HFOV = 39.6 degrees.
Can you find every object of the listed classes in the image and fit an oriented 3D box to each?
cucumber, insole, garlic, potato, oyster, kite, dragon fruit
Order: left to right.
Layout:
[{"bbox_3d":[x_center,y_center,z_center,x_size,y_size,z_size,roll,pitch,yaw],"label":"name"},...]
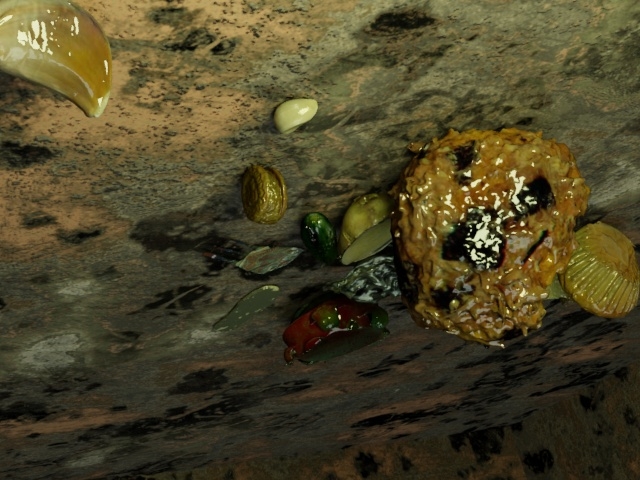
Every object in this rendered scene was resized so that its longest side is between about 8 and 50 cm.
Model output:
[{"bbox_3d":[-0.327,-0.221,1.015,0.090,0.129,0.198,-11,164,33],"label":"garlic"},{"bbox_3d":[-0.171,0.159,2.062,0.081,0.011,0.248,8,148,-37],"label":"insole"},{"bbox_3d":[-0.137,0.028,1.803,0.127,0.016,0.229,-32,154,26],"label":"kite"},{"bbox_3d":[-0.044,-0.189,1.361,0.053,0.041,0.083,-15,167,-34],"label":"garlic"},{"bbox_3d":[0.000,0.000,1.762,0.069,0.069,0.227,-16,159,2],"label":"cucumber"},{"bbox_3d":[0.037,0.206,2.136,0.295,0.130,0.268,-29,153,27],"label":"dragon fruit"},{"bbox_3d":[0.087,-0.030,1.724,0.164,0.081,0.200,-25,162,-18],"label":"potato"},{"bbox_3d":[0.176,0.056,1.902,0.350,0.158,0.162,-1,-170,-2],"label":"oyster"}]

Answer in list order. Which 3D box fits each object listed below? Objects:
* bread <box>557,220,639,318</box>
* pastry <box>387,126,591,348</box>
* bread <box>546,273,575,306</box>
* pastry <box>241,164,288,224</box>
[{"bbox_3d":[0.665,0.074,2.108,0.239,0.240,0.139,4,139,-36],"label":"bread"},{"bbox_3d":[0.276,-0.020,1.561,0.337,0.405,0.292,21,-174,-9],"label":"pastry"},{"bbox_3d":[0.586,0.079,2.273,0.147,0.127,0.152,-2,119,-23],"label":"bread"},{"bbox_3d":[-0.095,-0.076,1.497,0.057,0.097,0.109,-1,153,-30],"label":"pastry"}]
